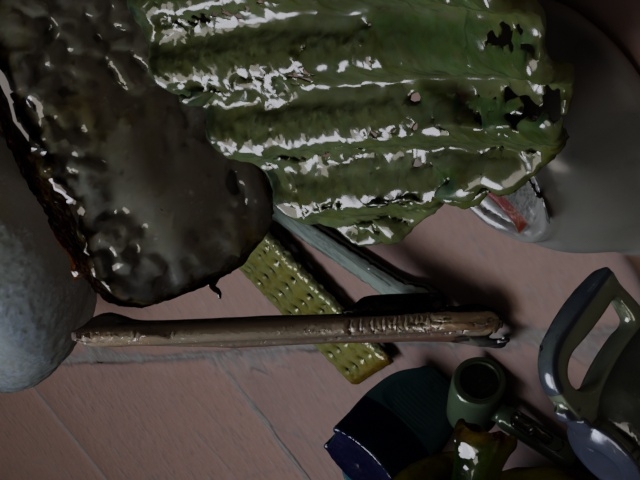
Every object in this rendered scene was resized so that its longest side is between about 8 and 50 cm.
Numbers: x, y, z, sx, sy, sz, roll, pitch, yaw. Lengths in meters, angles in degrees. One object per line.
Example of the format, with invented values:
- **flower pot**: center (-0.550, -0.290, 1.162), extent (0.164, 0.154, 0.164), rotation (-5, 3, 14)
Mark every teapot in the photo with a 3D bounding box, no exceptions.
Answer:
- **teapot**: center (0.220, 0.109, 1.314), extent (0.111, 0.108, 0.149), rotation (26, 149, 40)

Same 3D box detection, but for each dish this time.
- **dish**: center (0.130, -0.060, 1.238), extent (0.229, 0.081, 0.229), rotation (39, 157, 20)

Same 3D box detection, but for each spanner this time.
- **spanner**: center (0.000, 0.000, 1.664), extent (0.302, 0.017, 0.071), rotation (34, 155, 32)

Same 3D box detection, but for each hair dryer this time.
- **hair dryer**: center (0.174, 0.157, 1.588), extent (0.150, 0.047, 0.071), rotation (30, 156, 15)

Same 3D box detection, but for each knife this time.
- **knife**: center (-0.028, 0.066, 1.546), extent (0.365, 0.043, 0.089), rotation (-2, 168, 12)

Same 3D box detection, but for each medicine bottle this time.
- **medicine bottle**: center (0.061, 0.197, 1.741), extent (0.079, 0.124, 0.258), rotation (40, 159, 12)

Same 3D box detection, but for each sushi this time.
- **sushi**: center (-0.162, -0.091, 1.606), extent (0.343, 0.196, 0.182), rotation (63, 172, -11)

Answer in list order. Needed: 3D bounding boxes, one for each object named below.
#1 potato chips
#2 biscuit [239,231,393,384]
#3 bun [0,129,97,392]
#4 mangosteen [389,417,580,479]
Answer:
- **potato chips**: center (-0.003, -0.175, 1.158), extent (0.373, 0.097, 0.389), rotation (63, 152, 7)
- **biscuit**: center (-0.031, 0.043, 1.780), extent (0.231, 0.016, 0.139), rotation (45, 161, 0)
- **bun**: center (-0.387, 0.004, 2.131), extent (0.362, 0.211, 0.362), rotation (36, 153, 22)
- **mangosteen**: center (0.128, 0.328, 1.577), extent (0.297, 0.297, 0.313), rotation (25, 173, 44)
